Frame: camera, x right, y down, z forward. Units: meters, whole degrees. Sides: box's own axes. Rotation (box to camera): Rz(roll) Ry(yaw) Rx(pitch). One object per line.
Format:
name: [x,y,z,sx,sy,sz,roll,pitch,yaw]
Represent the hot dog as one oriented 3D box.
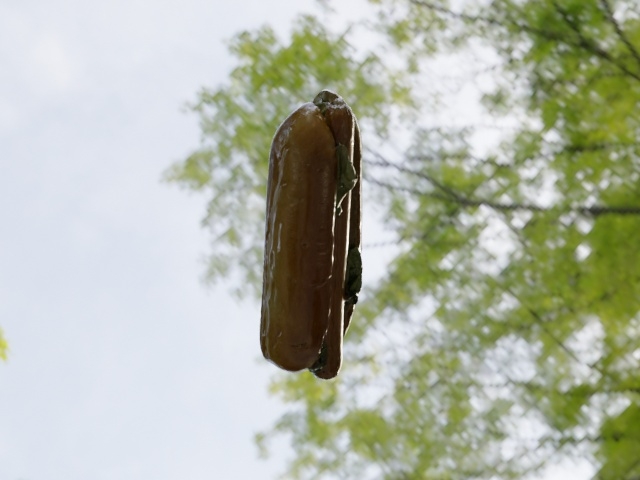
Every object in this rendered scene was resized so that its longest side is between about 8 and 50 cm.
hot dog: [0.000,0.000,1.247,0.100,0.068,0.250,-37,-42,-50]
